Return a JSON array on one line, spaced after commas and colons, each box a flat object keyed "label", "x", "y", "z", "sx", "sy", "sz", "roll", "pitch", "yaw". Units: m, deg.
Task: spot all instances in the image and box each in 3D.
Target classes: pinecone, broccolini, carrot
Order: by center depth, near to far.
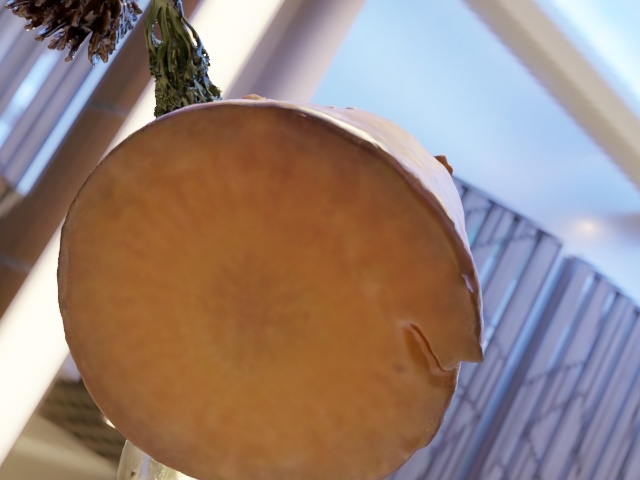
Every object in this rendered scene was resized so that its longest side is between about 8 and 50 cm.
[{"label": "carrot", "x": 0.000, "y": 0.000, "z": 0.796, "sx": 0.196, "sy": 0.196, "sz": 0.254, "roll": 27, "pitch": 18, "yaw": 4}, {"label": "broccolini", "x": -0.108, "y": -0.170, "z": 1.030, "sx": 0.054, "sy": 0.051, "sz": 0.239, "roll": 15, "pitch": -47, "yaw": 33}, {"label": "pinecone", "x": -0.201, "y": -0.200, "z": 1.277, "sx": 0.109, "sy": 0.102, "sz": 0.102, "roll": 38, "pitch": -23, "yaw": -14}]

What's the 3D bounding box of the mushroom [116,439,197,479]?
[{"label": "mushroom", "x": -0.106, "y": 0.222, "z": 1.244, "sx": 0.122, "sy": 0.351, "sz": 0.095, "roll": 16, "pitch": -63, "yaw": -8}]
